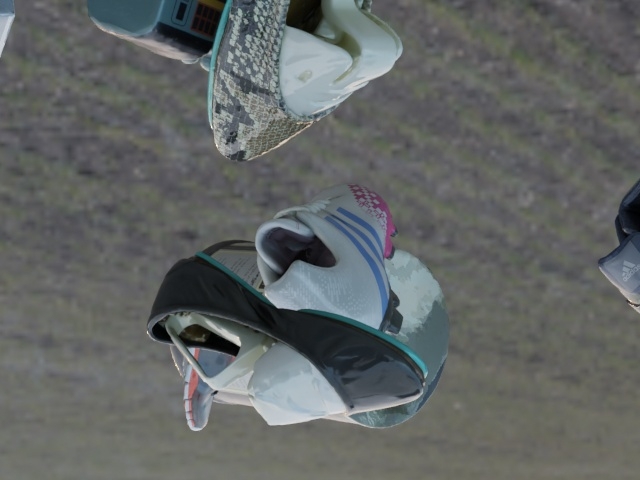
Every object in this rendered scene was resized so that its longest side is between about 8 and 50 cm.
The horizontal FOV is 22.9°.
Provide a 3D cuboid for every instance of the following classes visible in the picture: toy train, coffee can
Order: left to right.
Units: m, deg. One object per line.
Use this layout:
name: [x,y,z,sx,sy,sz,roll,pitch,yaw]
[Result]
toy train: [-0.093,-0.264,1.594,0.142,0.190,0.334,20,-177,34]
coffee can: [-0.017,0.103,1.833,0.201,0.202,0.275,7,177,-41]

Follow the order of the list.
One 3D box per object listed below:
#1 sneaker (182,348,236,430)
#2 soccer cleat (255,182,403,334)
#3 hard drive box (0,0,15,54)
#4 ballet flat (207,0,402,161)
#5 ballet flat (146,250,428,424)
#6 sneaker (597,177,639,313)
sneaker: [-0.111,0.131,1.647,0.064,0.158,0.061,1,-152,-8]
soccer cleat: [0.000,0.000,1.564,0.143,0.331,0.116,38,106,-19]
hard drive box: [-0.269,-0.173,1.021,0.089,0.181,0.232,-3,163,-22]
ballet flat: [0.013,-0.263,1.447,0.182,0.483,0.164,30,-150,32]
ballet flat: [-0.038,0.095,1.277,0.280,0.096,0.095,21,152,43]
sneaker: [0.300,-0.021,1.221,0.111,0.121,0.300,-52,180,34]
